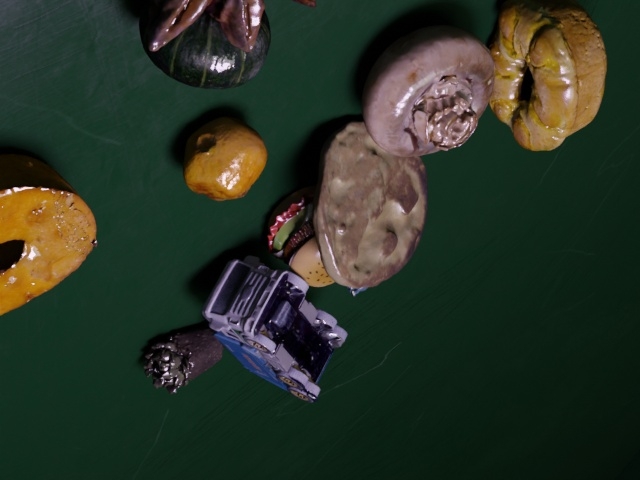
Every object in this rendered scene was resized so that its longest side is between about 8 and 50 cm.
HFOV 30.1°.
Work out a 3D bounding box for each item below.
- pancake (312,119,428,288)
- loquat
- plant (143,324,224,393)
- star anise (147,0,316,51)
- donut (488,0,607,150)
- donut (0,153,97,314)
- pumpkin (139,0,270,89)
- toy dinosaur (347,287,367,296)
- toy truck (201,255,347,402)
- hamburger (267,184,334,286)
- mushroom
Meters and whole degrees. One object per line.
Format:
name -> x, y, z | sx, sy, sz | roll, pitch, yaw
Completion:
pancake -> 0.080, -0.060, 1.950 | 0.294, 0.049, 0.295 | -1, 91, -49
loquat -> -0.140, -0.118, 1.759 | 0.137, 0.113, 0.137 | -47, 155, -31
plant -> -0.243, 0.209, 2.114 | 0.143, 0.094, 0.092 | -23, 158, -27
star anise -> -0.123, -0.360, 1.367 | 0.315, 0.108, 0.316 | -7, 107, -24
donut -> 0.363, -0.268, 1.925 | 0.128, 0.209, 0.261 | -23, 152, -19
donut -> -0.448, -0.003, 1.616 | 0.277, 0.108, 0.278 | -25, 147, -17
pumpkin -> -0.145, -0.262, 1.501 | 0.167, 0.167, 0.125 | -21, 159, -20
toy dinosaur -> 0.074, 0.078, 2.286 | 0.047, 0.031, 0.083 | -29, 149, -6
toy truck -> -0.076, 0.165, 2.094 | 0.146, 0.175, 0.367 | -62, 152, -19
hamburger -> 0.002, 0.001, 2.016 | 0.175, 0.137, 0.175 | -26, 151, -16
mushroom -> 0.174, -0.222, 1.838 | 0.226, 0.178, 0.227 | -27, 141, -24
